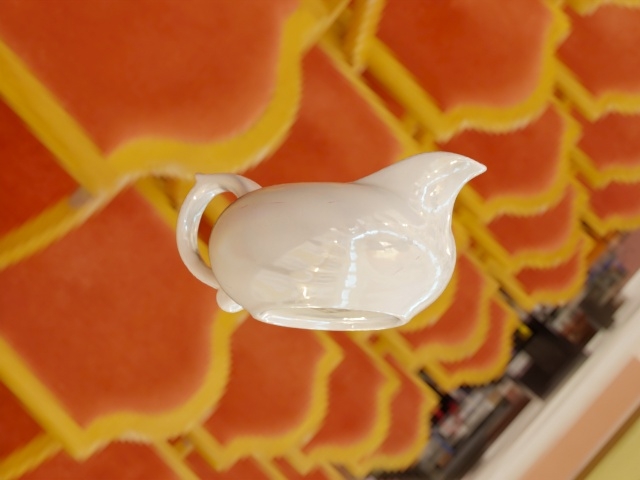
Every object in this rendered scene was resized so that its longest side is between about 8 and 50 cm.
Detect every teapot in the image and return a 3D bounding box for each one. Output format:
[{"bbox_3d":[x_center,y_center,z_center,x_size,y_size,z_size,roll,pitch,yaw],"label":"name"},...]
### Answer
[{"bbox_3d":[0.000,0.000,1.346,0.204,0.298,0.139,17,72,-61],"label":"teapot"}]
